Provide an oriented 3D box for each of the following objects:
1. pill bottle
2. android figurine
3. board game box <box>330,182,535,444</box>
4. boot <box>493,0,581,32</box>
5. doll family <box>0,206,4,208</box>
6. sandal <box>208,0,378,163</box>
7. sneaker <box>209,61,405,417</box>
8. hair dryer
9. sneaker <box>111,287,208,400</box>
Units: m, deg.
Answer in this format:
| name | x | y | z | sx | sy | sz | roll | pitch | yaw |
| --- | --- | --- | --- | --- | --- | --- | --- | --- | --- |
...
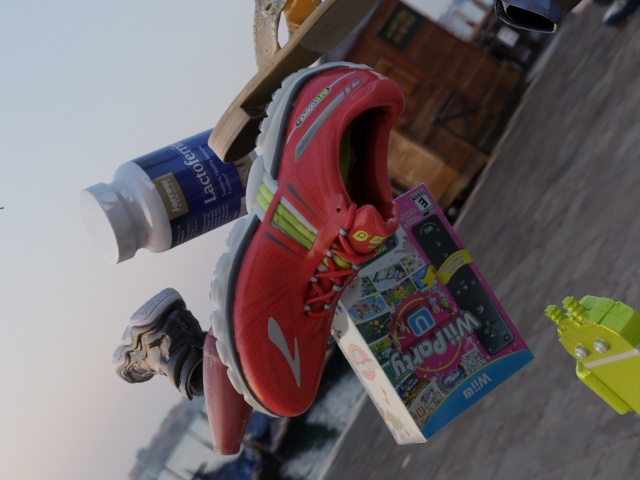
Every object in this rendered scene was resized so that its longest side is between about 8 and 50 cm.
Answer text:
| name | x | y | z | sx | sy | sz | roll | pitch | yaw |
| --- | --- | --- | --- | --- | --- | --- | --- | --- | --- |
| pill bottle | -0.231 | -0.070 | 1.515 | 0.265 | 0.153 | 0.153 | -27 | -15 | -28 |
| android figurine | 0.414 | 0.168 | 1.263 | 0.056 | 0.273 | 0.248 | -49 | -1 | -15 |
| board game box | 0.132 | 0.103 | 1.384 | 0.224 | 0.303 | 0.097 | -31 | -2 | -26 |
| boot | 0.221 | -0.328 | 1.182 | 0.106 | 0.219 | 0.082 | -62 | -25 | -15 |
| doll family | -0.514 | -0.021 | 1.393 | 0.111 | 0.076 | 0.192 | 5 | -75 | -81 |
| sandal | -0.037 | -0.175 | 0.820 | 0.240 | 0.079 | 0.088 | -48 | -12 | 28 |
| sneaker | 0.000 | 0.000 | 0.726 | 0.107 | 0.118 | 0.278 | 12 | -93 | -51 |
| hair dryer | -0.067 | 0.165 | 1.341 | 0.080 | 0.223 | 0.293 | 15 | 66 | 49 |
| sneaker | -0.235 | 0.193 | 1.506 | 0.101 | 0.153 | 0.268 | -38 | -12 | -35 |
